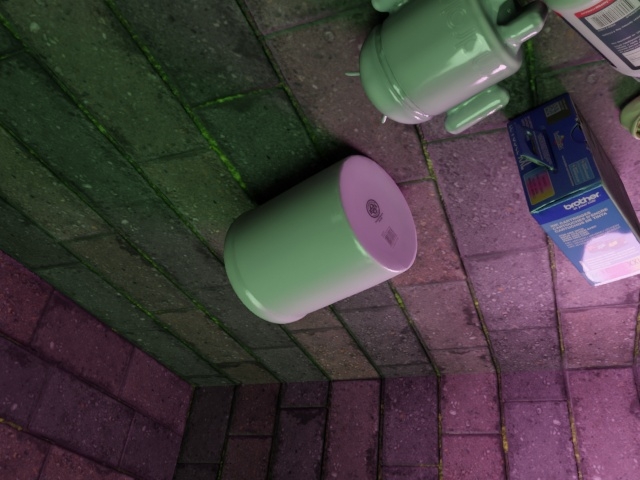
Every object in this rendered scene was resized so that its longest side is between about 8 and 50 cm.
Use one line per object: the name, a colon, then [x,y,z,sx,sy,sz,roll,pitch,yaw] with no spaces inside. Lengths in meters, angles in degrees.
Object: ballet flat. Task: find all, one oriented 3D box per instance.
ballet flat: [0.698,-0.288,1.089,0.086,0.086,0.248,19,143,-16]

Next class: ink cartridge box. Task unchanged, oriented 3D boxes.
ink cartridge box: [0.541,-0.117,1.195,0.151,0.270,0.395,-25,134,30]

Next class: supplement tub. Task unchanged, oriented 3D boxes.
supplement tub: [0.507,-0.385,0.891,0.272,0.191,0.191,27,141,-26]

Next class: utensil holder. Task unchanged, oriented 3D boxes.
utensil holder: [0.000,0.000,1.422,0.385,0.328,0.327,-28,132,36]

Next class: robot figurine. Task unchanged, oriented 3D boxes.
robot figurine: [0.213,-0.339,1.000,0.353,0.200,0.300,-25,103,37]
